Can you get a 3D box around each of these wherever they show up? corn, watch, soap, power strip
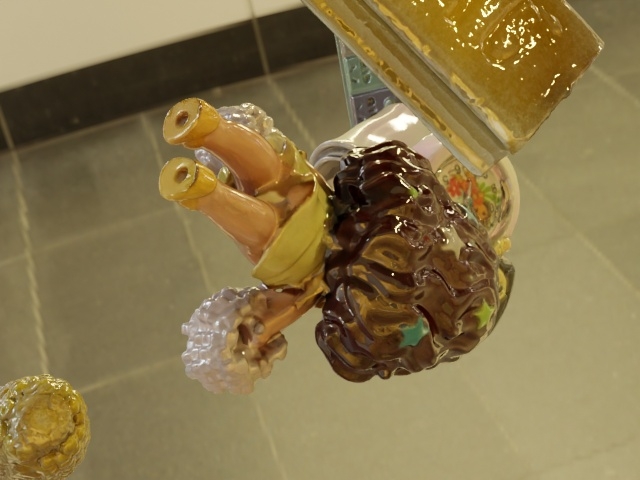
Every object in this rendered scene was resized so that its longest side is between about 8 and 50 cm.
[{"bbox_3d":[-0.238,0.160,1.149,0.097,0.097,0.262,-24,-4,-18],"label":"corn"},{"bbox_3d":[0.087,-0.010,1.500,0.196,0.244,0.231,-33,24,-27],"label":"watch"},{"bbox_3d":[0.102,-0.210,1.203,0.173,0.274,0.089,-50,7,-32],"label":"soap"},{"bbox_3d":[0.094,-0.240,1.717,0.145,0.215,0.061,-10,-1,29],"label":"power strip"}]

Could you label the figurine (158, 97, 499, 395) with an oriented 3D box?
[{"bbox_3d":[0.002,0.000,0.763,0.116,0.240,0.174,-24,52,45],"label":"figurine"}]
